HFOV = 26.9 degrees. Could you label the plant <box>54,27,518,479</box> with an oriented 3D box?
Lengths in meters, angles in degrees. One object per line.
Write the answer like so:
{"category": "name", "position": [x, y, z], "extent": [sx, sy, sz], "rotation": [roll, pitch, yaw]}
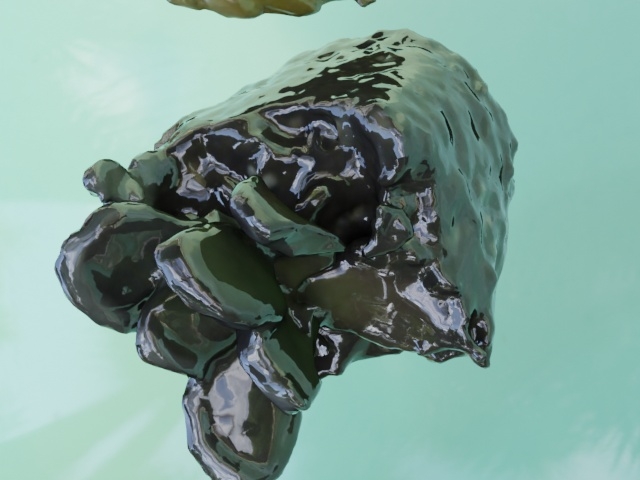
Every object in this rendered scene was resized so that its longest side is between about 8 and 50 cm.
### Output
{"category": "plant", "position": [0.000, 0.000, 0.765], "extent": [0.188, 0.276, 0.199], "rotation": [-5, 118, 33]}

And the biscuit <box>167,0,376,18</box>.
{"category": "biscuit", "position": [-0.004, -0.264, 0.846], "extent": [0.036, 0.187, 0.273], "rotation": [119, 150, -68]}
